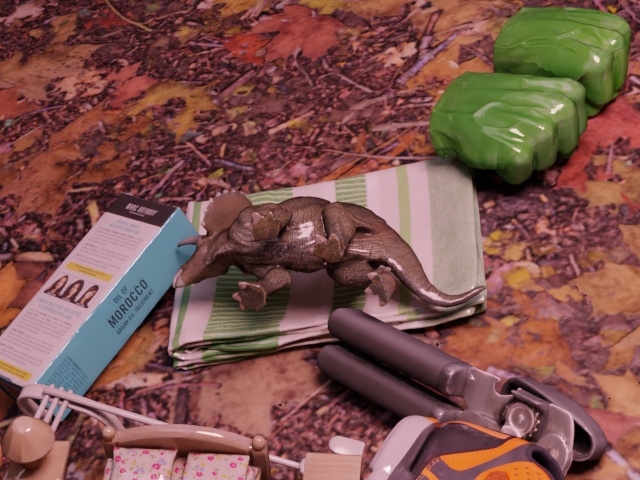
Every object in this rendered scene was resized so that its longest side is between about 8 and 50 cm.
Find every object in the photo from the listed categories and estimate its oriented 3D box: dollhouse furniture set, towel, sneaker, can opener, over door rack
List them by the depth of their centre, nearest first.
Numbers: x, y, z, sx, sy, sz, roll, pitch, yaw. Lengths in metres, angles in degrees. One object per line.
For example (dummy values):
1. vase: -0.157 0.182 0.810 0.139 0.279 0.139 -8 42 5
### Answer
1. dollhouse furniture set: -0.156 0.243 0.916 0.356 0.173 0.303 1 48 4
2. sneaker: 0.090 0.267 0.946 0.180 0.124 0.321 5 51 34
3. over door rack: -0.146 0.264 1.086 0.324 0.108 0.239 9 49 11
4. can opener: 0.123 0.138 1.143 0.095 0.076 0.283 6 14 -45
5. towel: 0.006 0.013 1.332 0.325 0.038 0.247 -11 41 11

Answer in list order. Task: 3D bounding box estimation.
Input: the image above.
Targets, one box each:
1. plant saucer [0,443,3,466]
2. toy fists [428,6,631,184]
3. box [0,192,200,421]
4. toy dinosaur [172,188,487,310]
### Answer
1. plant saucer: -0.353 0.225 1.263 0.084 0.013 0.083 -10 42 10
2. toy fists: 0.241 -0.161 1.379 0.142 0.096 0.279 9 41 37
3. box: -0.235 0.064 1.324 0.101 0.060 0.244 15 59 43
4. toy dinosaur: 0.000 0.000 1.224 0.314 0.121 0.160 -2 22 6
